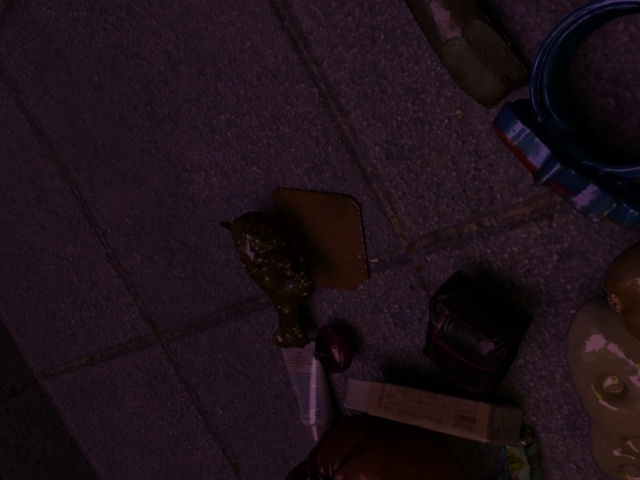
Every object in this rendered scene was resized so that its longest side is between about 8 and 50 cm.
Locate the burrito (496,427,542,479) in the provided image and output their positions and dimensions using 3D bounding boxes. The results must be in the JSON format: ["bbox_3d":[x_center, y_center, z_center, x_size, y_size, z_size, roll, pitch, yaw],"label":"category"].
[{"bbox_3d":[0.406,0.502,1.452,0.104,0.054,0.288,4,117,39],"label":"burrito"}]

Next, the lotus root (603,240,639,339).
[{"bbox_3d":[0.571,0.047,0.971,0.343,0.151,0.169,-18,86,29],"label":"lotus root"}]

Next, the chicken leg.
[{"bbox_3d":[-0.078,0.094,1.555,0.211,0.140,0.361,20,140,57],"label":"chicken leg"}]

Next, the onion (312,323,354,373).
[{"bbox_3d":[0.026,0.245,1.590,0.115,0.104,0.115,24,121,48],"label":"onion"}]

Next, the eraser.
[{"bbox_3d":[0.223,0.343,1.440,0.343,0.144,0.078,2,77,41],"label":"eraser"}]

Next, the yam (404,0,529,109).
[{"bbox_3d":[0.217,-0.327,1.092,0.106,0.106,0.259,-33,90,46],"label":"yam"}]

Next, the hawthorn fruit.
[{"bbox_3d":[0.143,0.610,1.470,0.472,0.472,0.471,20,126,31],"label":"hawthorn fruit"}]

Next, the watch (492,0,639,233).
[{"bbox_3d":[0.421,-0.167,0.939,0.305,0.241,0.274,42,121,13],"label":"watch"}]

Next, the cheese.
[{"bbox_3d":[0.574,0.248,1.105,0.328,0.129,0.351,-1,116,43],"label":"cheese"}]

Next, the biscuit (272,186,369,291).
[{"bbox_3d":[0.000,0.000,1.529,0.237,0.013,0.232,10,120,37],"label":"biscuit"}]

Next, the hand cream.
[{"bbox_3d":[-0.028,0.361,1.733,0.133,0.083,0.247,-6,100,42],"label":"hand cream"}]

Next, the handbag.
[{"bbox_3d":[0.276,0.171,1.291,0.169,0.155,0.215,33,150,24],"label":"handbag"}]
